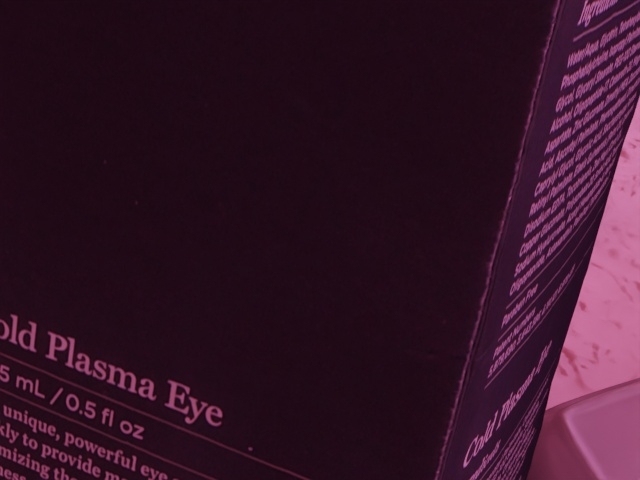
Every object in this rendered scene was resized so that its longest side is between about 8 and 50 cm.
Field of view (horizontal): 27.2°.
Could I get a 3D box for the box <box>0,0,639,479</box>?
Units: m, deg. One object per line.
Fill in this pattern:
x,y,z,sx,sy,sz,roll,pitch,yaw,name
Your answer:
-0.076,-0.026,0.490,0.343,0.312,0.179,20,26,18,box

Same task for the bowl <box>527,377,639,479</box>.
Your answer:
0.159,0.107,0.559,0.142,0.053,0.142,-15,39,-10,bowl
